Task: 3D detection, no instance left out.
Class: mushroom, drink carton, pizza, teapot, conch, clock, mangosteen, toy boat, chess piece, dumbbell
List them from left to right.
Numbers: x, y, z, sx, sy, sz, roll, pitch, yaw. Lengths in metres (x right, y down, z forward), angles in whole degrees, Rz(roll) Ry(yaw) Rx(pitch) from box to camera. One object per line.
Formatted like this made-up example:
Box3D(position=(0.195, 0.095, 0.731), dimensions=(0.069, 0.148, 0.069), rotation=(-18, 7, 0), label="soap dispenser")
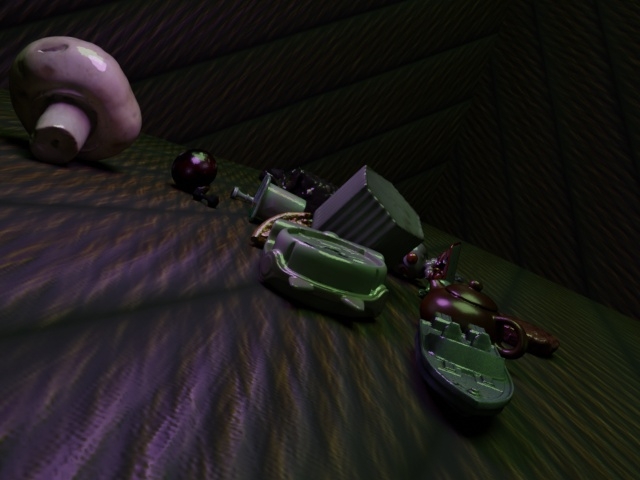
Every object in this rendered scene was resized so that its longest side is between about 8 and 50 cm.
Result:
Box3D(position=(-0.657, -0.367, 1.533), dimensions=(0.325, 0.354, 0.353), rotation=(-8, 25, -39), label="mushroom")
Box3D(position=(-0.393, -0.213, 1.764), dimensions=(0.152, 0.153, 0.152), rotation=(20, 9, -3), label="mangosteen")
Box3D(position=(-0.340, -0.127, 1.651), dimensions=(0.083, 0.036, 0.040), rotation=(24, 10, 26), label="dumbbell")
Box3D(position=(-0.269, -0.156, 1.975), dimensions=(0.093, 0.042, 0.042), rotation=(22, 8, -20), label="chess piece")
Box3D(position=(-0.128, -0.105, 1.687), dimensions=(0.142, 0.144, 0.146), rotation=(24, 8, -13), label="drink carton")
Box3D(position=(-0.082, -0.012, 1.361), dimensions=(0.178, 0.041, 0.131), rotation=(-11, 58, -22), label="pizza")
Box3D(position=(0.014, 0.058, 1.111), dimensions=(0.265, 0.109, 0.324), rotation=(20, 9, -7), label="clock")
Box3D(position=(0.301, 0.141, 1.438), dimensions=(0.180, 0.088, 0.065), rotation=(19, 50, -51), label="conch")
Box3D(position=(0.216, 0.187, 0.844), dimensions=(0.141, 0.092, 0.319), rotation=(19, 10, 6), label="toy boat")
Box3D(position=(0.310, 0.152, 1.132), dimensions=(0.178, 0.135, 0.252), rotation=(7, 15, -42), label="teapot")

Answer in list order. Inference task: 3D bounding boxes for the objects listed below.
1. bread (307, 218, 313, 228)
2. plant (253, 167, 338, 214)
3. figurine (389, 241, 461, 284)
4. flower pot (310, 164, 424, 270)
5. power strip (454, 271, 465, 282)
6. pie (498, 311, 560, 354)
Box3D(position=(0.002, 0.002, 1.512), dimensions=(0.268, 0.095, 0.139), rotation=(30, 5, -40), label="bread")
Box3D(position=(-0.084, -0.155, 1.897), dimensions=(0.275, 0.189, 0.199), rotation=(19, 8, -8), label="plant")
Box3D(position=(0.272, 0.059, 1.616), dimensions=(0.226, 0.160, 0.183), rotation=(14, 6, 21), label="figurine")
Box3D(position=(0.115, -0.037, 1.367), dimensions=(0.239, 0.189, 0.209), rotation=(23, 34, -43), label="flower pot")
Box3D(position=(0.485, 0.125, 2.023), dimensions=(0.050, 0.019, 0.136), rotation=(21, 9, -11), label="power strip")
Box3D(position=(0.491, 0.224, 1.362), dimensions=(0.182, 0.050, 0.182), rotation=(19, 8, -3), label="pie")
